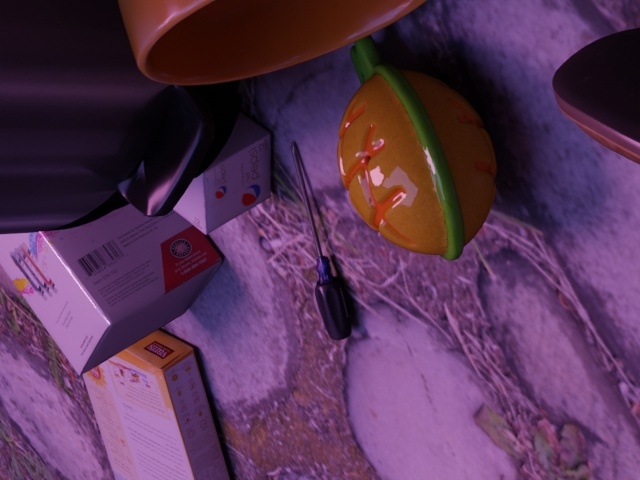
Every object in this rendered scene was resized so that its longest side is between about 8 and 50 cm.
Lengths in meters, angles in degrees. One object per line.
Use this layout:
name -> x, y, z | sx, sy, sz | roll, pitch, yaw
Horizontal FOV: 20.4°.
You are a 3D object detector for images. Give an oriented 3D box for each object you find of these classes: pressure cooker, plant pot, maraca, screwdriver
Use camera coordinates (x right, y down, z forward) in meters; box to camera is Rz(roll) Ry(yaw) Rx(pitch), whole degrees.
pressure cooker -> -0.268, -0.183, 1.251 | 0.376, 0.420, 0.369 | -9, 86, 40
plant pot -> -0.042, -0.222, 1.097 | 0.205, 0.205, 0.188 | -36, 70, 60
maraca -> 0.056, -0.063, 1.180 | 0.185, 0.099, 0.127 | -118, 14, -49
screwdriver -> 0.000, 0.000, 1.400 | 0.024, 0.025, 0.169 | 14, 120, 51

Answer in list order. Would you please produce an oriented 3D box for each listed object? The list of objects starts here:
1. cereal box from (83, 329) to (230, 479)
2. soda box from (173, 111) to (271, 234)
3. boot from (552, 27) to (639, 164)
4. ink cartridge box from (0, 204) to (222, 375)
cereal box -> -0.164, 0.187, 1.774 | 0.173, 0.047, 0.240 | 23, 136, 45
soda box -> -0.136, -0.097, 1.445 | 0.216, 0.074, 0.069 | 36, 144, 32
boot -> 0.249, -0.028, 0.926 | 0.305, 0.112, 0.115 | 26, 148, 40
ink cartridge box -> -0.201, 0.000, 1.576 | 0.176, 0.128, 0.127 | 54, 150, 9
